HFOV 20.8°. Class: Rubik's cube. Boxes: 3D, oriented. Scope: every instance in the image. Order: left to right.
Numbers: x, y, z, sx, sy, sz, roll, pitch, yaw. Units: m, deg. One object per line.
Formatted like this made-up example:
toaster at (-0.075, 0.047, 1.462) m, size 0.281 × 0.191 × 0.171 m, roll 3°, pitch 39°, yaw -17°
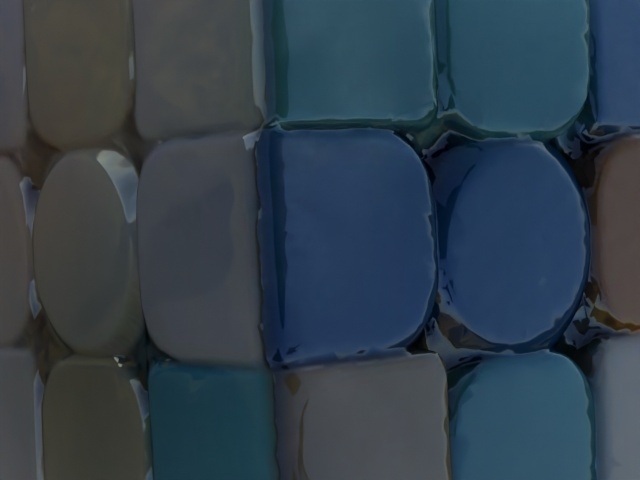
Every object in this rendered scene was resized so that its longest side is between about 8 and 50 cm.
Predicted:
Rubik's cube at (0.000, 0.000, 1.037) m, size 0.344 × 0.347 × 0.346 m, roll -4°, pitch 93°, yaw -40°
